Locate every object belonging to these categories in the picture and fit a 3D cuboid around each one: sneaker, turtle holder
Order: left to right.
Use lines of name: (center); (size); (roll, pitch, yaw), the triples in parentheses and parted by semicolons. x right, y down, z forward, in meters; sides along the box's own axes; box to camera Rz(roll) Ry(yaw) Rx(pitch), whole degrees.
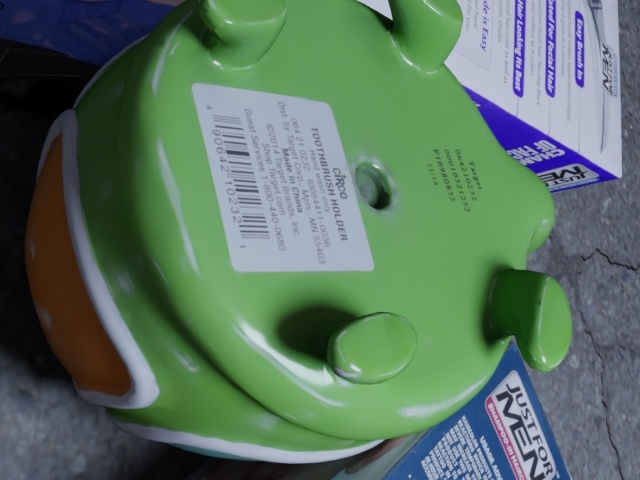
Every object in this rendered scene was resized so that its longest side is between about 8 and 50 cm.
sneaker: (-0.124, -0.102, 0.657); (0.152, 0.058, 0.084); (0, 75, -43)
turtle holder: (-0.013, -0.013, 0.625); (0.243, 0.227, 0.320); (56, 41, -8)

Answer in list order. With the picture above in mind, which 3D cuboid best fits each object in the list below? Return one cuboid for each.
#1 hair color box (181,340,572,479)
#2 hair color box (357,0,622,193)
hair color box: (-0.026, 0.186, 0.612); (0.347, 0.174, 0.105); (-35, 106, -46)
hair color box: (0.101, -0.171, 0.883); (0.339, 0.110, 0.185); (21, 65, -41)
